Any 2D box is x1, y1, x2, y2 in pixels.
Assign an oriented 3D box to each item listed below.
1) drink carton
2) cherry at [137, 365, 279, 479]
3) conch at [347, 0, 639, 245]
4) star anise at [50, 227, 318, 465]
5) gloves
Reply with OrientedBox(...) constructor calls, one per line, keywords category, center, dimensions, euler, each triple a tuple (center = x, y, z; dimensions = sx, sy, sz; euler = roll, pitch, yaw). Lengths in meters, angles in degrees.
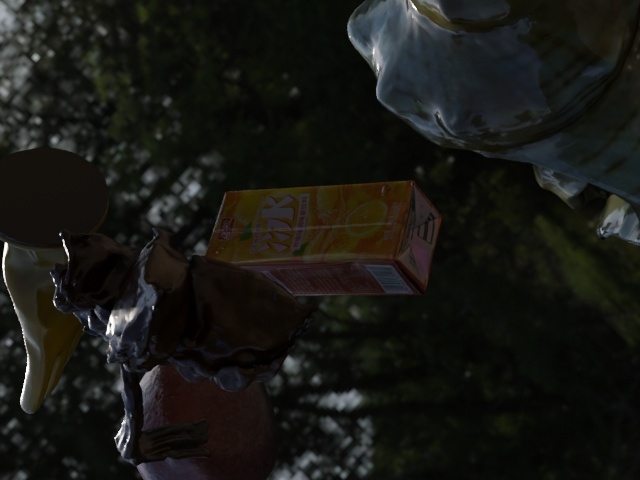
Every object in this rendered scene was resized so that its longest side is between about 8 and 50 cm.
OrientedBox(category="drink carton", center=(0.000, 0.000, 1.342), dimensions=(0.223, 0.096, 0.071), euler=(-3, 147, 30))
OrientedBox(category="cherry", center=(-0.177, 0.268, 1.883), dimensions=(0.206, 0.239, 0.239), euler=(-9, 146, 39))
OrientedBox(category="conch", center=(0.141, -0.095, 0.696), dimensions=(0.386, 0.169, 0.203), euler=(20, -152, -55))
OrientedBox(category="star anise", center=(-0.124, 0.092, 1.157), dimensions=(0.237, 0.148, 0.346), euler=(12, 146, 5))
OrientedBox(category="gloves", center=(-0.268, 0.055, 1.311), dimensions=(0.116, 0.133, 0.294), euler=(24, 139, 10))
